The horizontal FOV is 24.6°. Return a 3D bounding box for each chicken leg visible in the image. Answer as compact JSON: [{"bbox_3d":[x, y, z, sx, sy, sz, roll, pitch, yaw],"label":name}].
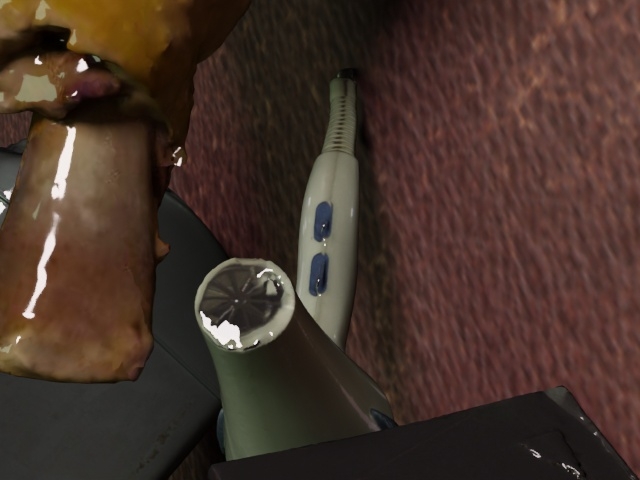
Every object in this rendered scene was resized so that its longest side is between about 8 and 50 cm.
[{"bbox_3d":[-0.041,-0.153,0.492,0.295,0.182,0.409,4,81,40],"label":"chicken leg"}]

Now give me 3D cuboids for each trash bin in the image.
[{"bbox_3d":[-0.147,0.068,0.706,0.177,0.236,0.101,48,162,-28],"label":"trash bin"}]

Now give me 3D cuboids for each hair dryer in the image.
[{"bbox_3d":[-0.004,0.002,0.525,0.167,0.067,0.199,60,-147,-72],"label":"hair dryer"}]

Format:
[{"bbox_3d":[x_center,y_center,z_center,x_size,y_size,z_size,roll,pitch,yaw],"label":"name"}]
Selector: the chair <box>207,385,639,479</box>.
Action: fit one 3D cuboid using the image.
[{"bbox_3d":[0.053,0.115,0.450,0.141,0.154,0.260,54,141,39],"label":"chair"}]
